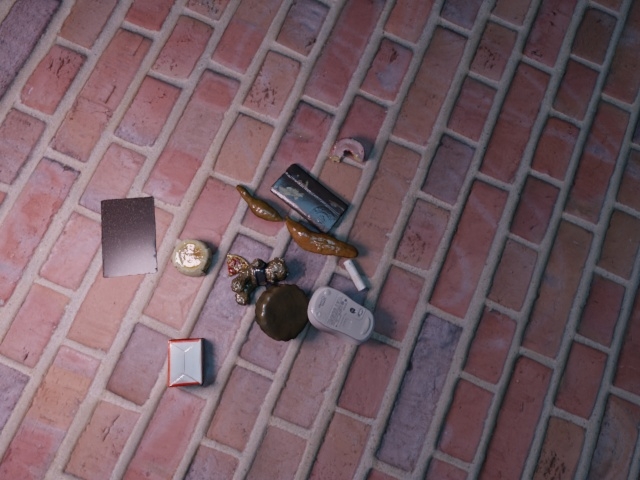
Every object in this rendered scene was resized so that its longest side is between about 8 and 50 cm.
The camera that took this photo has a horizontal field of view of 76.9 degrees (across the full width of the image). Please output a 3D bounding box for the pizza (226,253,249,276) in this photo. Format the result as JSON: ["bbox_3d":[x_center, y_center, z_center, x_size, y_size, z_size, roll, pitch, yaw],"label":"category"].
[{"bbox_3d":[-0.346,0.103,1.699,0.099,0.029,0.100,-1,82,-6],"label":"pizza"}]

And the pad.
[{"bbox_3d":[-0.801,-0.017,1.685,0.219,0.004,0.331,-4,82,-6],"label":"pad"}]

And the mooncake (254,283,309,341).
[{"bbox_3d":[-0.155,0.282,1.616,0.228,0.124,0.229,0,90,-32],"label":"mooncake"}]

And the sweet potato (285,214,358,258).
[{"bbox_3d":[-0.009,0.010,1.713,0.354,0.095,0.106,25,63,0],"label":"sweet potato"}]

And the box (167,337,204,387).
[{"bbox_3d":[-0.530,0.480,1.594,0.133,0.099,0.182,-3,81,-9],"label":"box"}]

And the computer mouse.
[{"bbox_3d":[0.083,0.308,1.657,0.296,0.121,0.184,25,71,-9],"label":"computer mouse"}]

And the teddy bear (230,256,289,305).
[{"bbox_3d":[-0.256,0.146,1.658,0.251,0.182,0.129,-24,48,-7],"label":"teddy bear"}]

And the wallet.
[{"bbox_3d":[-0.048,-0.185,1.761,0.321,0.044,0.170,39,82,1],"label":"wallet"}]

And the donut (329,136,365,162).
[{"bbox_3d":[0.121,-0.404,1.798,0.165,0.065,0.117,7,83,-5],"label":"donut"}]

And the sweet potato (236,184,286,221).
[{"bbox_3d":[-0.269,-0.146,1.721,0.269,0.075,0.075,37,80,9],"label":"sweet potato"}]

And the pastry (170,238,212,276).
[{"bbox_3d":[-0.527,0.071,1.658,0.165,0.088,0.166,0,83,-2],"label":"pastry"}]

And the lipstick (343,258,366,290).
[{"bbox_3d":[0.147,0.147,1.734,0.040,0.040,0.141,-28,84,-9],"label":"lipstick"}]
